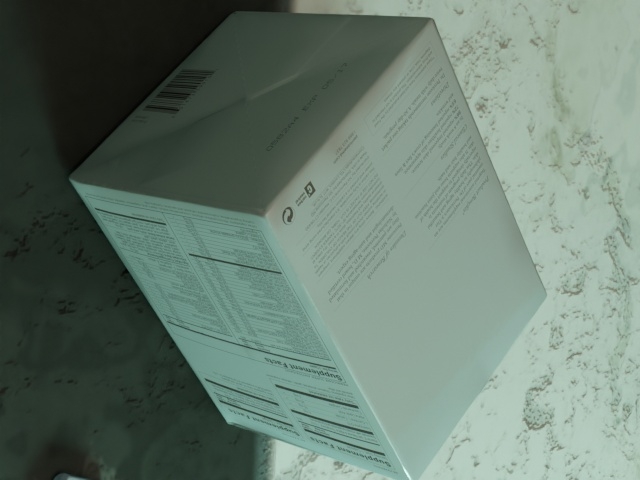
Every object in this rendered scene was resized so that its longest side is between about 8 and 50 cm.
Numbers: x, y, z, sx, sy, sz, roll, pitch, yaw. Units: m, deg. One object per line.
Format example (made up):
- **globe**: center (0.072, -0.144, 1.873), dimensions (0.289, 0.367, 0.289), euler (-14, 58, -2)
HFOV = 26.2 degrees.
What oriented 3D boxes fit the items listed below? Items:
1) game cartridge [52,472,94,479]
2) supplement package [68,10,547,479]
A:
- **game cartridge**: center (-0.182, 0.209, 0.980), dimensions (0.056, 0.017, 0.083), euler (29, 77, -50)
- **supplement package**: center (0.000, 0.000, 0.995), dimensions (0.199, 0.198, 0.262), euler (-50, 131, -29)
